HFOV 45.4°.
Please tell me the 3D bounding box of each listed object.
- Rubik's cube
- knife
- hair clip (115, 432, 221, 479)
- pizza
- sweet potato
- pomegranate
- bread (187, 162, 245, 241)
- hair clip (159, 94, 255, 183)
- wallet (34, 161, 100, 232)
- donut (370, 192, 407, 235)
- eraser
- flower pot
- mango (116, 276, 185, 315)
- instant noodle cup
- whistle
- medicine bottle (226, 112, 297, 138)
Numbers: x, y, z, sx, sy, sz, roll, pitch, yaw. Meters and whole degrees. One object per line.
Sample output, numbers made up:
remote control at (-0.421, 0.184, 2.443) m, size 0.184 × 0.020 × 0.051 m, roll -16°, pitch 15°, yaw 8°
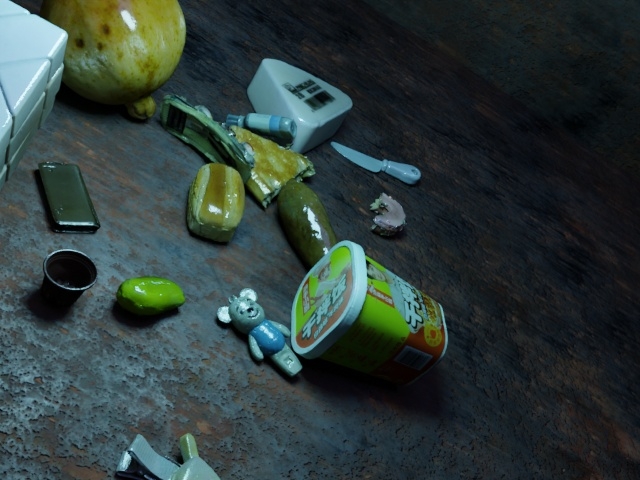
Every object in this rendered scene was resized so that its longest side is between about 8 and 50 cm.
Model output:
Rubik's cube at (-0.739, -0.306, 1.549) m, size 0.321 × 0.316 × 0.319 m, roll 28°, pitch 60°, yaw -14°
knife at (0.185, -0.255, 2.564) m, size 0.331 × 0.044 × 0.080 m, roll 16°, pitch 48°, yaw -17°
hair clip at (-0.262, 0.435, 1.419) m, size 0.218 × 0.071 × 0.159 m, roll 35°, pitch 34°, yaw -10°
pizza at (-0.128, -0.203, 2.220) m, size 0.287 × 0.075 × 0.280 m, roll 4°, pitch 51°, yaw -39°
sweet potato at (-0.003, 0.004, 2.047) m, size 0.130 × 0.130 × 0.423 m, roll -8°, pitch 56°, yaw -44°
pomegranate at (-0.533, -0.509, 2.008) m, size 0.409 × 0.410 × 0.410 m, roll 22°, pitch 39°, yaw -19°
bread at (-0.267, -0.106, 1.967) m, size 0.139 × 0.106 × 0.236 m, roll 17°, pitch 40°, yaw -21°
hair clip at (-0.294, -0.286, 2.090) m, size 0.321 × 0.138 × 0.091 m, roll 39°, pitch 54°, yaw 12°
wallet at (-0.584, -0.101, 1.762) m, size 0.110 × 0.031 × 0.198 m, roll 0°, pitch 49°, yaw -38°
donut at (0.209, -0.069, 2.350) m, size 0.117 × 0.065 × 0.166 m, roll 29°, pitch 38°, yaw -9°
eraser at (-0.068, -0.401, 2.416) m, size 0.331 × 0.150 × 0.331 m, roll 21°, pitch 41°, yaw -20°
flower pot at (-0.520, 0.086, 1.561) m, size 0.111 × 0.089 × 0.111 m, roll 21°, pitch 39°, yaw -19°
mango at (-0.368, 0.125, 1.662) m, size 0.165 × 0.074 × 0.091 m, roll 13°, pitch 35°, yaw -47°
instant noodle cup at (0.126, 0.196, 1.850) m, size 0.307 × 0.294 × 0.294 m, roll 28°, pitch 36°, yaw -24°
whistle at (-0.130, 0.215, 1.757) m, size 0.236 × 0.077 × 0.114 m, roll 47°, pitch 56°, yaw 9°
medicine bottle at (-0.176, -0.342, 2.265) m, size 0.208 × 0.090 × 0.054 m, roll 8°, pitch 77°, yaw 16°
